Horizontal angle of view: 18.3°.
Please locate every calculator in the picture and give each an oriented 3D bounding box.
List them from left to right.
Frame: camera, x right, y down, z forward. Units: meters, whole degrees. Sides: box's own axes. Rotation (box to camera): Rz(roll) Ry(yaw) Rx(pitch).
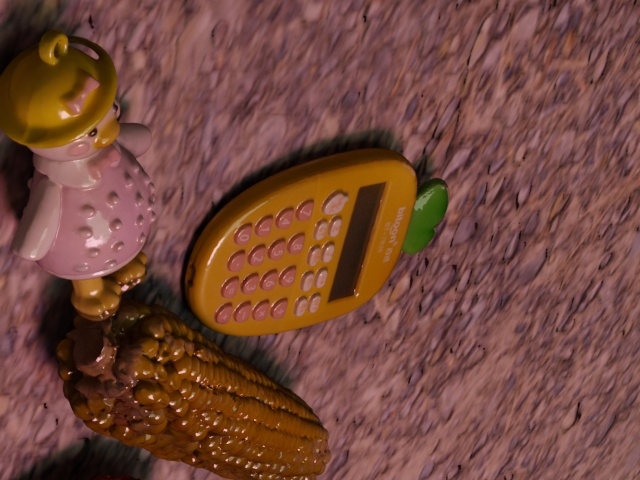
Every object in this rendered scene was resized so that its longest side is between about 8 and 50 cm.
[{"bbox_3d":[0.000,0.000,1.441,0.235,0.032,0.146,-15,133,-39],"label":"calculator"}]

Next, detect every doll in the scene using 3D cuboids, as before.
[{"bbox_3d":[-0.145,-0.044,1.193,0.129,0.081,0.207,-50,149,-35],"label":"doll"}]

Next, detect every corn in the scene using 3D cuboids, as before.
[{"bbox_3d":[-0.085,0.115,1.401,0.097,0.097,0.320,-51,148,2],"label":"corn"}]

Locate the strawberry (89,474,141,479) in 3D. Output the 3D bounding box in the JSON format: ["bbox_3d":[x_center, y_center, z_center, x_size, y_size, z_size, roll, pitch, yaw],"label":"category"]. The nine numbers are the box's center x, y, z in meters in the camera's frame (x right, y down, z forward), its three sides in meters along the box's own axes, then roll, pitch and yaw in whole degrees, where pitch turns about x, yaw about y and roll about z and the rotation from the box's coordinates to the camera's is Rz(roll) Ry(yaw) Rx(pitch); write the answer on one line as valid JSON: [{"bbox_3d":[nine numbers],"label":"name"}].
[{"bbox_3d":[-0.149,0.229,1.411,0.131,0.131,0.148,-49,154,-1],"label":"strawberry"}]
